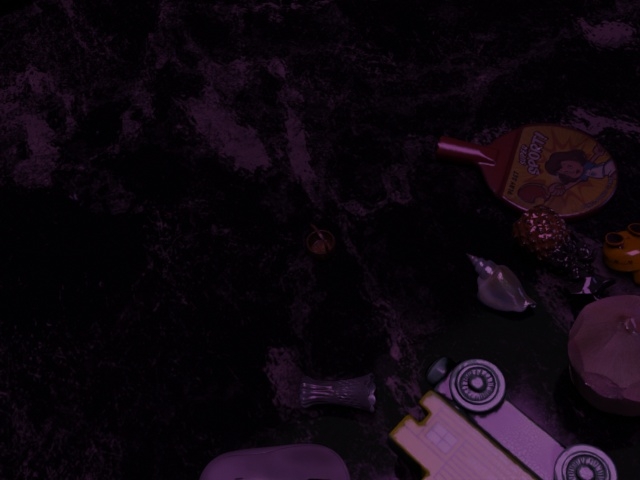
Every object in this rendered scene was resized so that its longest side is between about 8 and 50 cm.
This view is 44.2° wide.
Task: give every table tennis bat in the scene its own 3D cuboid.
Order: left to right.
[{"bbox_3d":[0.471,-0.171,1.813,0.414,0.051,0.268,15,61,15],"label":"table tennis bat"}]

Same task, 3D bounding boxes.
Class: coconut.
[{"bbox_3d":[0.560,0.208,1.440,0.224,0.234,0.224,-4,61,7],"label":"coconut"}]

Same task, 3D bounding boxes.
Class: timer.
[{"bbox_3d":[0.645,0.031,1.638,0.107,0.109,0.107,-15,27,8],"label":"timer"}]

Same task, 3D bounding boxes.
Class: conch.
[{"bbox_3d":[0.368,0.091,1.648,0.088,0.065,0.180,-40,68,-18],"label":"conch"}]

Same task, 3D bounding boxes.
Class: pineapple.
[{"bbox_3d":[0.508,0.035,1.643,0.119,0.111,0.237,-48,64,14],"label":"pineapple"}]

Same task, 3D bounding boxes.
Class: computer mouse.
[{"bbox_3d":[-0.092,0.463,1.455,0.296,0.121,0.184,-3,56,9],"label":"computer mouse"}]

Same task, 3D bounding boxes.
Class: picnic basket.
[{"bbox_3d":[0.000,0.000,1.757,0.072,0.083,0.072,-5,56,8],"label":"picnic basket"}]

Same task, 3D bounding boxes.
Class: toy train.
[{"bbox_3d":[0.321,0.409,1.394,0.272,0.179,0.442,-45,61,-10],"label":"toy train"}]

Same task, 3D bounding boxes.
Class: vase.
[{"bbox_3d":[0.032,0.302,1.564,0.148,0.081,0.081,-1,57,13],"label":"vase"}]
